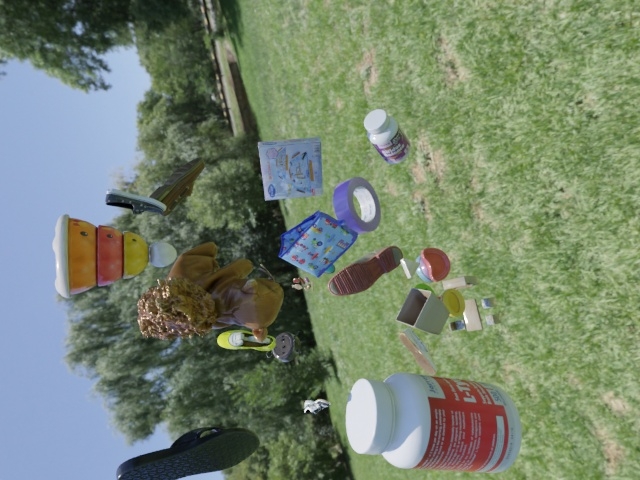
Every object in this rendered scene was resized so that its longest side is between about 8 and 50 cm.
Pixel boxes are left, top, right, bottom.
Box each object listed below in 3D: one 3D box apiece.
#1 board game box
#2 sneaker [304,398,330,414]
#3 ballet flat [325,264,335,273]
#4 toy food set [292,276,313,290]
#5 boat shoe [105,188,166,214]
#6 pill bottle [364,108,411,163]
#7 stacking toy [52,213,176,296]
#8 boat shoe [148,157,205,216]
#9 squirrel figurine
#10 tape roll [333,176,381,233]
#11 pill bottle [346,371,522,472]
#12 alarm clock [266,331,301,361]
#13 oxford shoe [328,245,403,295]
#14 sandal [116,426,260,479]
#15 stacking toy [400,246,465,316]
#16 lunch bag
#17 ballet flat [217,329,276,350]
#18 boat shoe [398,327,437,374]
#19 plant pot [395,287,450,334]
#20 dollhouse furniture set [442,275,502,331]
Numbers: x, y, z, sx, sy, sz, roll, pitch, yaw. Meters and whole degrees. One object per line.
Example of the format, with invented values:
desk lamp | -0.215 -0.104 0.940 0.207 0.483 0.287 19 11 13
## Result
board game box | -0.151 -0.374 2.272 0.066 0.318 0.318 -102 8 -53
sneaker | -0.008 0.439 1.135 0.032 0.083 0.037 41 -136 -31
ballet flat | -0.018 0.118 2.172 0.074 0.203 0.074 22 -90 -79
toy food set | -0.087 0.215 2.188 0.019 0.122 0.077 -40 -44 -56
boat shoe | -0.741 -0.140 1.730 0.080 0.229 0.076 -26 51 56
pill bottle | 0.347 -0.543 2.259 0.301 0.169 0.169 37 -153 -49
stacking toy | -0.882 0.059 1.891 0.351 0.480 0.350 6 97 62
boat shoe | -0.612 -0.236 1.893 0.111 0.307 0.104 17 148 49
squirrel figurine | -0.315 0.192 1.268 0.371 0.397 0.280 10 109 38
tape roll | 0.182 -0.167 2.108 0.275 0.090 0.274 18 -114 -45
pill bottle | 0.285 0.468 1.119 0.229 0.408 0.228 -168 90 -72
alarm clock | -0.177 0.499 2.005 0.064 0.192 0.129 38 -148 -44
oxford shoe | 0.205 0.149 2.079 0.140 0.397 0.146 68 165 -8
sandal | -0.418 0.677 1.402 0.107 0.446 0.167 -130 44 -52
stacking toy | 0.446 0.197 1.850 0.130 0.280 0.308 -37 61 56
lunch bag | 0.000 0.000 1.842 0.221 0.293 0.138 31 -140 -28
ballet flat | -0.288 0.390 1.703 0.077 0.231 0.077 116 160 -62
boat shoe | 0.545 0.589 2.327 0.277 0.096 0.098 53 147 12
plant pot | 0.298 0.208 1.224 0.096 0.109 0.109 31 171 -15
dollhouse furniture set | 0.662 0.288 1.956 0.212 0.161 0.242 -21 74 40
